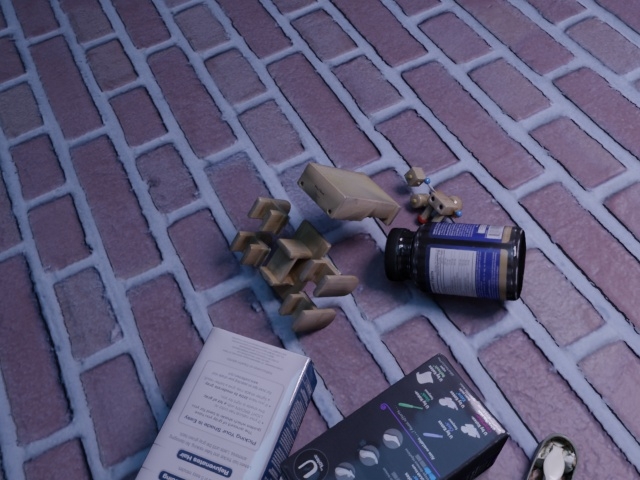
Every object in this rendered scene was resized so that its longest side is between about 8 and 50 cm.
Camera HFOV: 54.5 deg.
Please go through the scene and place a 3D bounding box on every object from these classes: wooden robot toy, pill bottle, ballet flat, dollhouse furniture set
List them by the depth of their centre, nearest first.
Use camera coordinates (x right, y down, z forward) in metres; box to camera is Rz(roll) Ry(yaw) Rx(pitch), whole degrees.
[{"bbox_3d":[0.299,0.362,0.851,0.072,0.068,0.213,20,62,20],"label":"ballet flat"},{"bbox_3d":[0.224,0.031,1.041,0.219,0.123,0.123,5,57,23],"label":"pill bottle"},{"bbox_3d":[0.000,0.000,1.083,0.212,0.161,0.242,47,116,31],"label":"dollhouse furniture set"},{"bbox_3d":[0.227,-0.064,1.162,0.079,0.076,0.173,-5,47,-40],"label":"wooden robot toy"}]

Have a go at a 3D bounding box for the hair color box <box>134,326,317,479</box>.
[{"bbox_3d":[-0.148,0.319,0.916,0.174,0.105,0.347,15,59,17],"label":"hair color box"}]

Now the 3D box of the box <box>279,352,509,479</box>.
[{"bbox_3d":[0.100,0.307,0.855,0.270,0.165,0.143,-31,58,-14],"label":"box"}]
